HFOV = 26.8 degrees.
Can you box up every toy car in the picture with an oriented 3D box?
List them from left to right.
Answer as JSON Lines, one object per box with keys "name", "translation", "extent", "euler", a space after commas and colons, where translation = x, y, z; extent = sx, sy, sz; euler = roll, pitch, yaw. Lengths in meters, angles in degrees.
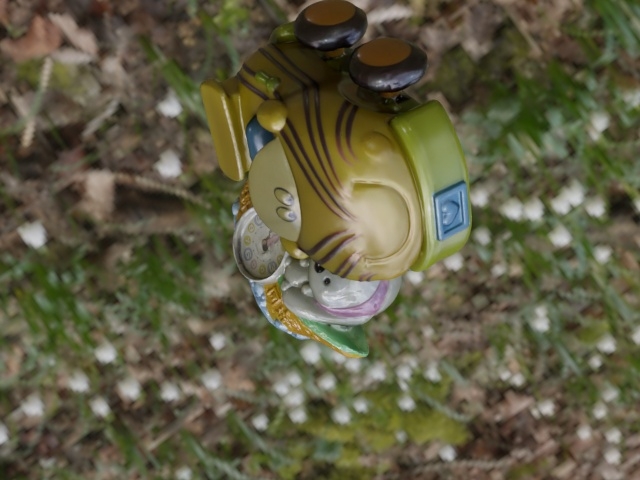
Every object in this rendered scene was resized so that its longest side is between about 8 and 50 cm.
{"name": "toy car", "translation": [0.004, -0.067, 1.059], "extent": [0.142, 0.200, 0.248], "euler": [-26, -142, -19]}

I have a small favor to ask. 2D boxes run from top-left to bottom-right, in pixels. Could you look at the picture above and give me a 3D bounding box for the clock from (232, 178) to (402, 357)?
{"name": "clock", "translation": [0.000, 0.000, 1.224], "extent": [0.103, 0.231, 0.144], "euler": [1, 153, -47]}
